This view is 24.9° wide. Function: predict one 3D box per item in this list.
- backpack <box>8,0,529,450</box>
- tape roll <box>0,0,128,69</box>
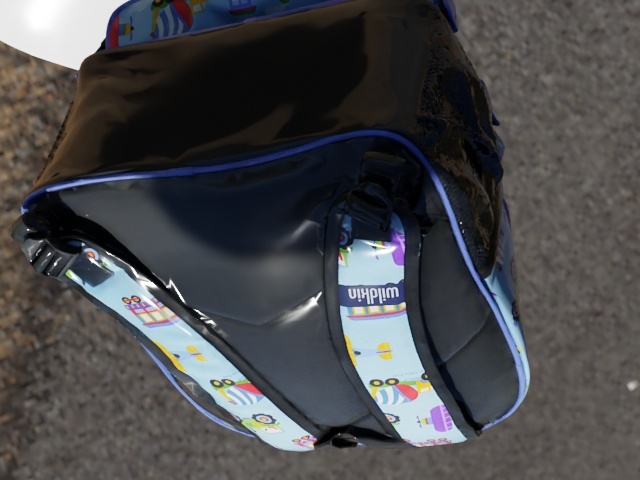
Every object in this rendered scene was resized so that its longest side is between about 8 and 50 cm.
[{"bbox_3d":[0.000,0.000,0.527,0.158,0.117,0.173,-9,138,23],"label":"backpack"},{"bbox_3d":[-0.115,-0.233,0.803,0.246,0.246,0.169,0,141,-40],"label":"tape roll"}]
